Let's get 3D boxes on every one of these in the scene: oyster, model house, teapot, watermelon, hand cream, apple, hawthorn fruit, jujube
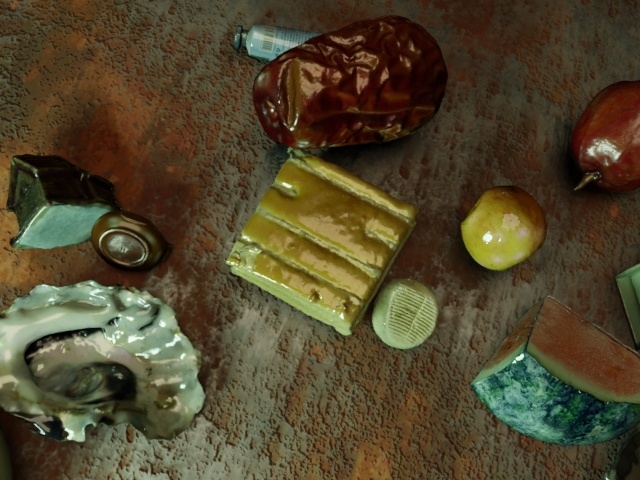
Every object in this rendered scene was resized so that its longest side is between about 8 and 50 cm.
[{"bbox_3d":[-0.350,0.184,0.977,0.351,0.115,0.238,-1,68,-12],"label":"oyster"},{"bbox_3d":[-0.427,-0.077,1.079,0.165,0.106,0.152,-3,54,-43],"label":"model house"},{"bbox_3d":[-0.307,-0.001,1.072,0.129,0.078,0.098,22,112,-11],"label":"teapot"},{"bbox_3d":[0.408,0.199,1.039,0.318,0.148,0.226,2,64,-7],"label":"watermelon"},{"bbox_3d":[-0.023,-0.351,1.218,0.271,0.058,0.091,8,84,-6],"label":"hand cream"},{"bbox_3d":[0.303,-0.026,1.094,0.146,0.146,0.146,2,72,-5],"label":"apple"},{"bbox_3d":[0.534,-0.168,1.150,0.189,0.189,0.251,40,88,8],"label":"hawthorn fruit"},{"bbox_3d":[0.054,-0.254,1.084,0.342,0.216,0.216,-18,74,-28],"label":"jujube"}]

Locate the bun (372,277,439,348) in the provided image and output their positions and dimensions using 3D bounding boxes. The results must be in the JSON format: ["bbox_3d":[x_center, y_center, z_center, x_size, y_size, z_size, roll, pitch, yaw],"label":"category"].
[{"bbox_3d":[0.135,0.118,1.071,0.115,0.069,0.115,0,91,-14],"label":"bun"}]

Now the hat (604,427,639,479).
[{"bbox_3d":[0.596,0.491,0.970,0.366,0.257,0.382,-43,116,-36],"label":"hat"}]

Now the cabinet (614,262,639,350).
[{"bbox_3d":[0.634,0.094,1.084,0.206,0.145,0.150,-8,73,-7],"label":"cabinet"}]

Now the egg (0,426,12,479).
[{"bbox_3d":[-0.526,0.318,0.867,0.219,0.219,0.269,-20,75,-11],"label":"egg"}]

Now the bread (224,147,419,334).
[{"bbox_3d":[0.000,0.000,1.075,0.246,0.111,0.239,30,70,6],"label":"bread"}]
